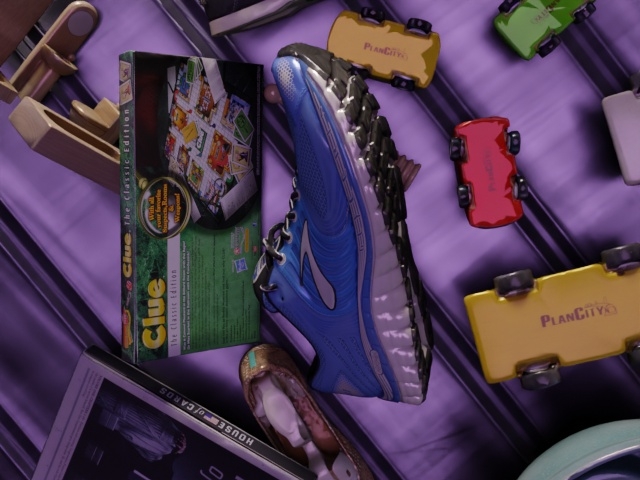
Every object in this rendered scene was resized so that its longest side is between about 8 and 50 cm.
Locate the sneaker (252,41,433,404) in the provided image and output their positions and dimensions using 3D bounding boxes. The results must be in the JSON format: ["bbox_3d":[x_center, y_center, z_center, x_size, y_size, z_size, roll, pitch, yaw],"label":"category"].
[{"bbox_3d":[0.000,0.000,0.701,0.147,0.130,0.330,-8,109,14],"label":"sneaker"}]

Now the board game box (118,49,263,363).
[{"bbox_3d":[-0.112,-0.029,0.726,0.030,0.136,0.260,7,98,46],"label":"board game box"}]

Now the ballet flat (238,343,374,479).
[{"bbox_3d":[-0.014,0.192,0.766,0.073,0.067,0.206,-36,94,4],"label":"ballet flat"}]

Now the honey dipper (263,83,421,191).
[{"bbox_3d":[0.017,-0.098,0.756,0.160,0.030,0.030,31,96,3],"label":"honey dipper"}]

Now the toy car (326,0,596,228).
[{"bbox_3d":[0.153,-0.160,0.730,0.225,0.053,0.239,-42,94,5],"label":"toy car"}]

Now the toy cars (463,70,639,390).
[{"bbox_3d":[0.285,-0.021,0.724,0.176,0.087,0.394,35,93,9],"label":"toy cars"}]

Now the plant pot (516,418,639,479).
[{"bbox_3d":[0.271,0.278,0.698,0.293,0.196,0.293,0,96,3],"label":"plant pot"}]

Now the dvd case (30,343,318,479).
[{"bbox_3d":[-0.143,0.226,0.761,0.238,0.029,0.179,29,112,6],"label":"dvd case"}]

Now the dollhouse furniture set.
[{"bbox_3d":[-0.206,-0.146,0.701,0.123,0.144,0.151,-49,56,6],"label":"dollhouse furniture set"}]

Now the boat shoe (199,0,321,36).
[{"bbox_3d":[0.002,-0.250,0.711,0.233,0.084,0.079,-18,96,7],"label":"boat shoe"}]
